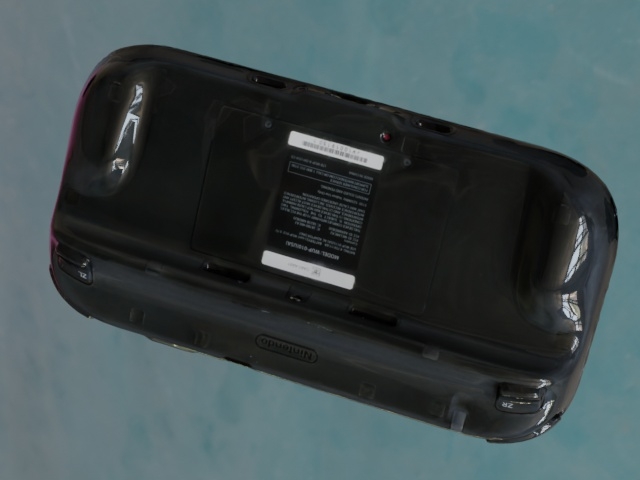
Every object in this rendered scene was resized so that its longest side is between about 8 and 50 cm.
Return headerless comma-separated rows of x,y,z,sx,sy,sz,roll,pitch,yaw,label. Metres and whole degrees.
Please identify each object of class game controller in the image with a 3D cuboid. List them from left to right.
0.000,0.000,0.828,0.319,0.067,0.167,16,96,11,game controller
